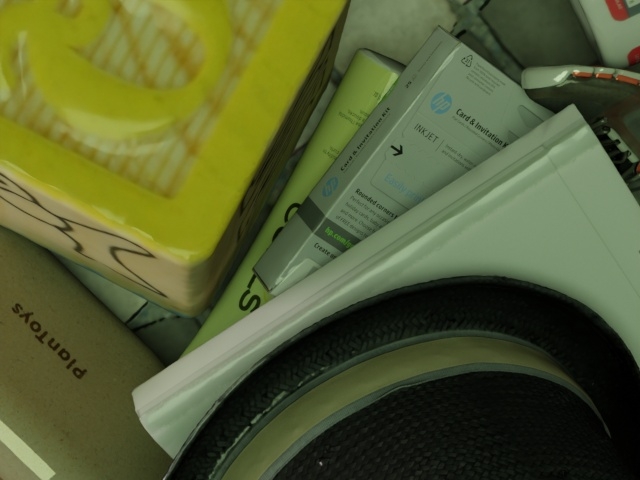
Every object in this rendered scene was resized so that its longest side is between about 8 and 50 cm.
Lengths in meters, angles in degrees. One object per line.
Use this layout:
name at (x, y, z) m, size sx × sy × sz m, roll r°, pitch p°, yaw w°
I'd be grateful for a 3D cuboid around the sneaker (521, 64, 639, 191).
sneaker at (0.183, -0.062, 1.105) m, size 0.158 × 0.061 × 0.065 m, roll 15°, pitch 87°, yaw -29°

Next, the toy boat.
toy boat at (-0.199, 0.108, 1.161) m, size 0.231 × 0.151 × 0.151 m, roll 45°, pitch 129°, yaw -3°

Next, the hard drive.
hard drive at (0.070, 0.077, 1.124) m, size 0.307 × 0.040 × 0.203 m, roll -34°, pitch 125°, yaw 6°

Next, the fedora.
fedora at (0.070, 0.185, 1.042) m, size 0.334 × 0.152 × 0.334 m, roll -10°, pitch 117°, yaw -22°

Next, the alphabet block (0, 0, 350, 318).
alphabet block at (-0.107, -0.088, 1.065) m, size 0.192 × 0.197 × 0.193 m, roll 26°, pitch 79°, yaw 0°

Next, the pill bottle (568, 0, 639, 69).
pill bottle at (0.230, -0.183, 1.097) m, size 0.180 × 0.108 × 0.108 m, roll -24°, pitch 94°, yaw 6°

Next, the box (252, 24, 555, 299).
box at (0.070, -0.015, 1.129) m, size 0.145 × 0.038 × 0.186 m, roll 32°, pitch 100°, yaw -31°

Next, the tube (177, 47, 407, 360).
tube at (0.000, 0.000, 1.161) m, size 0.070 × 0.062 × 0.240 m, roll 36°, pitch 105°, yaw 35°
